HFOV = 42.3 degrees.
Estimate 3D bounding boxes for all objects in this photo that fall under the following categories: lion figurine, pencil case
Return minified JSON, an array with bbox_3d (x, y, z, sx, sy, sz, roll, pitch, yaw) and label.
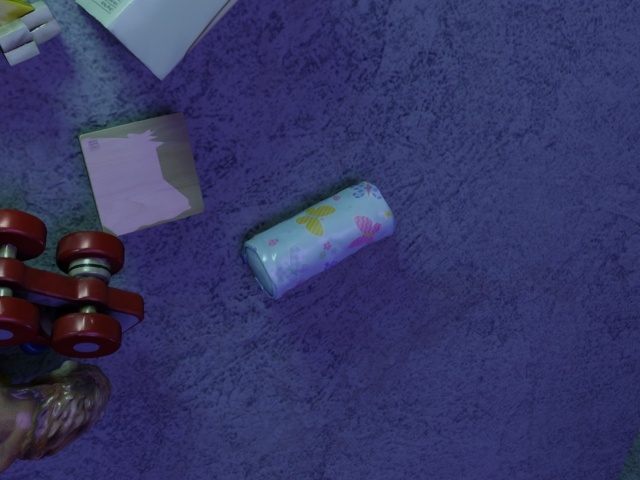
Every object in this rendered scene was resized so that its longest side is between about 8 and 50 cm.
[{"bbox_3d":[-0.498,0.228,1.166,0.240,0.142,0.392,-43,139,10],"label":"lion figurine"},{"bbox_3d":[0.000,0.000,1.477,0.273,0.113,0.124,-29,137,-15],"label":"pencil case"}]

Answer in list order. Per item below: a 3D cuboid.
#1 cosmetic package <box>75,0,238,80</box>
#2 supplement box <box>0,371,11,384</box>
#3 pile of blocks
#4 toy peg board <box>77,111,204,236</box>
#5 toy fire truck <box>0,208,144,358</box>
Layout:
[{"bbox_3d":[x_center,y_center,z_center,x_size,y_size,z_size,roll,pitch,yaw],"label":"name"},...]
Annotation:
[{"bbox_3d":[-0.172,-0.383,1.127,0.309,0.160,0.113,-47,130,0],"label":"cosmetic package"},{"bbox_3d":[-0.580,0.208,1.254,0.078,0.080,0.233,-47,133,2],"label":"supplement box"},{"bbox_3d":[-0.487,-0.307,1.002,0.362,0.112,0.148,3,113,-34],"label":"pile of blocks"},{"bbox_3d":[-0.282,-0.105,1.279,0.161,0.079,0.160,-18,108,-23],"label":"toy peg board"},{"bbox_3d":[-0.433,0.096,1.222,0.302,0.169,0.254,18,145,-39],"label":"toy fire truck"}]
